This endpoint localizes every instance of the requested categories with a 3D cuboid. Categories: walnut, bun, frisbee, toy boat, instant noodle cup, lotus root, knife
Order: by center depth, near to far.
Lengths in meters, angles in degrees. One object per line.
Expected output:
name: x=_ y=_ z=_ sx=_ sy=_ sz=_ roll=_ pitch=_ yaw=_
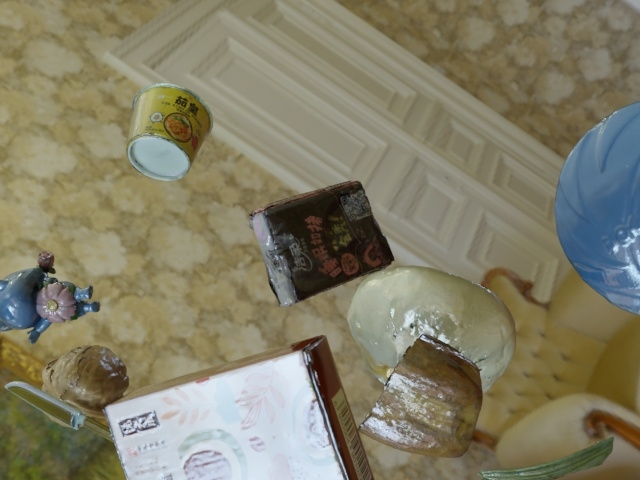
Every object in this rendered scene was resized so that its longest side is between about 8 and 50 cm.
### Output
lotus root: x=0.139 y=0.188 z=1.027 sx=0.095 sy=0.135 sz=0.159 roll=99 pitch=-165 yaw=-56
frisbee: x=0.441 y=-0.044 z=1.038 sx=0.289 sy=0.289 sz=0.049 roll=-55 pitch=-22 yaw=13
bun: x=0.167 y=0.164 z=1.282 sx=0.287 sy=0.287 sz=0.146 roll=-54 pitch=11 yaw=52
knife: x=-0.511 y=0.368 z=1.684 sx=0.027 sy=0.343 sz=0.061 roll=-53 pitch=-17 yaw=-47
toy boat: x=0.479 y=0.476 z=1.722 sx=0.293 sy=0.055 sz=0.093 roll=-13 pitch=-21 yaw=-4
instant noodle cup: x=-0.334 y=-0.223 z=1.764 sx=0.182 sy=0.182 sz=0.144 roll=126 pitch=159 yaw=-48
walnut: x=-0.570 y=0.352 z=1.973 sx=0.198 sy=0.198 sz=0.245 roll=-56 pitch=-7 yaw=9

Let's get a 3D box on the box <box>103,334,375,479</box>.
box: x=-0.123 y=0.379 z=1.376 sx=0.385 sy=0.344 sz=0.122 roll=-18 pitch=1 yaw=17

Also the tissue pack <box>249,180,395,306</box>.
tissue pack: x=0.000 y=0.000 z=1.965 sx=0.332 sy=0.245 sz=0.123 roll=-20 pitch=-2 yaw=-37

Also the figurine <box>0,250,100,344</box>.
figurine: x=-0.470 y=0.094 z=1.412 sx=0.144 sy=0.178 sz=0.114 roll=-84 pitch=-8 yaw=-54
